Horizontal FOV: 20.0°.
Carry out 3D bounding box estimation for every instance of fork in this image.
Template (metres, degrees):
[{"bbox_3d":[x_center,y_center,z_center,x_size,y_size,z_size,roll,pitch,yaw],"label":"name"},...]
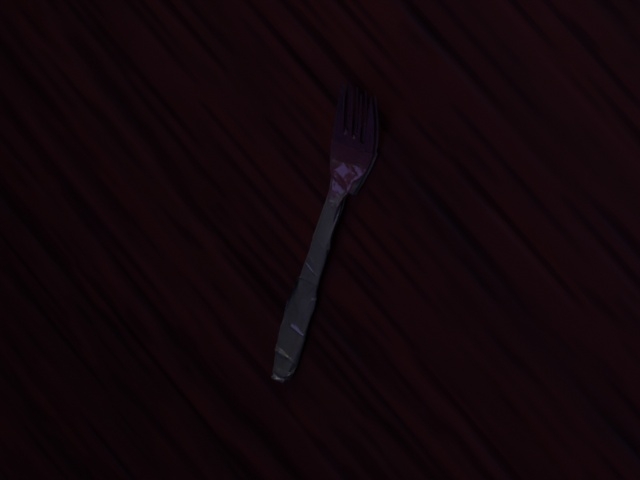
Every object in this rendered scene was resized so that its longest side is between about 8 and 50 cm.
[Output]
[{"bbox_3d":[0.001,-0.001,0.572,0.016,0.012,0.115,33,127,25],"label":"fork"}]
